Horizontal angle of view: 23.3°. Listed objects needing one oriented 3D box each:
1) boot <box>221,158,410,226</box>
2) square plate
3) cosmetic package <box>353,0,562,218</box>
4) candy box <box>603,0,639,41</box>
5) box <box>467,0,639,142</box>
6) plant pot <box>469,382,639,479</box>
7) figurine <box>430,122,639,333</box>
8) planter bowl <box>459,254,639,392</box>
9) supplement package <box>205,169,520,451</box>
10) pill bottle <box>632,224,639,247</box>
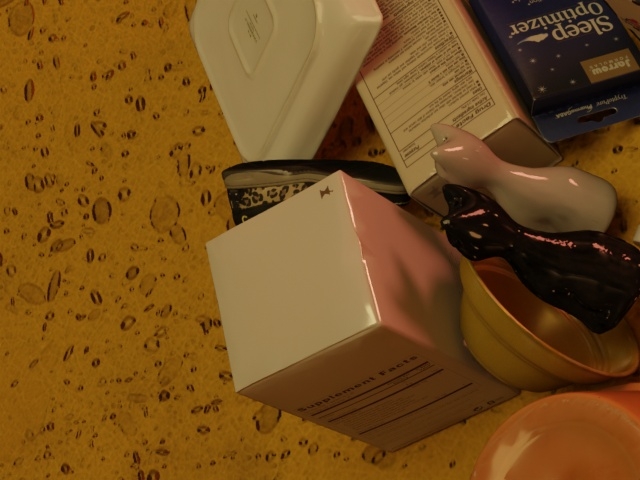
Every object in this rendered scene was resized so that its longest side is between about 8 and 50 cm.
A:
[{"bbox_3d":[0.000,0.000,1.778,0.236,0.085,0.179,3,103,26],"label":"boot"},{"bbox_3d":[-0.064,-0.260,1.855,0.344,0.049,0.347,-61,42,44],"label":"square plate"},{"bbox_3d":[0.131,-0.182,1.746,0.153,0.129,0.296,-34,56,18],"label":"cosmetic package"},{"bbox_3d":[0.407,-0.216,1.545,0.233,0.159,0.071,28,88,38],"label":"candy box"},{"bbox_3d":[0.262,-0.215,1.683,0.136,0.036,0.225,-17,58,-11],"label":"box"},{"bbox_3d":[0.268,0.257,1.434,0.291,0.203,0.291,-14,64,30],"label":"plant pot"},{"bbox_3d":[0.199,-0.028,1.537,0.092,0.209,0.215,-58,18,26],"label":"figurine"},{"bbox_3d":[0.206,0.086,1.551,0.090,0.217,0.217,-53,50,26],"label":"planter bowl"},{"bbox_3d":[0.046,0.082,1.599,0.175,0.293,0.177,-27,58,24],"label":"supplement package"},{"bbox_3d":[0.382,-0.067,1.540,0.103,0.103,0.184,23,87,39],"label":"pill bottle"}]
